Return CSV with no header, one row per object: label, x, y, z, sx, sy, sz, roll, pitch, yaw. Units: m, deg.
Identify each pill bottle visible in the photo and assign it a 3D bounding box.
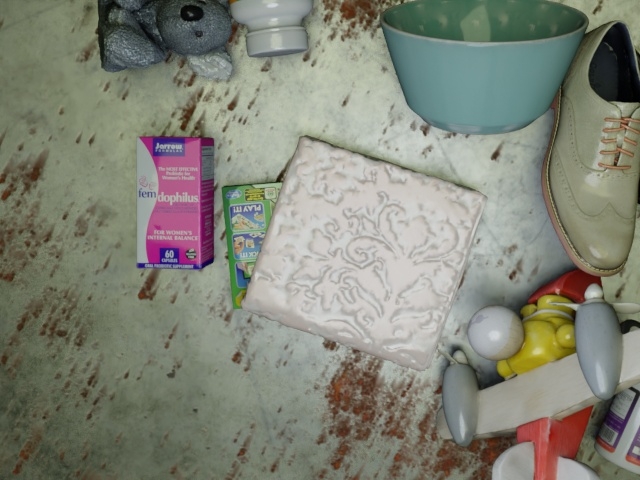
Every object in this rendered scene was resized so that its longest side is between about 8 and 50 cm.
pill bottle,0.542,0.282,1.551,0.108,0.108,0.193,22,98,1
pill bottle,-0.084,-0.424,1.500,0.136,0.136,0.245,-7,96,5

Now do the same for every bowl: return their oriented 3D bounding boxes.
bowl,0.245,-0.267,1.437,0.312,0.311,0.163,1,116,4

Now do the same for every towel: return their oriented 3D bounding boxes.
towel,0.070,0.021,1.538,0.332,0.053,0.316,19,97,1

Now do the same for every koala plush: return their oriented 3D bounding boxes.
koala plush,-0.247,-0.356,1.521,0.221,0.203,0.196,-2,84,-16

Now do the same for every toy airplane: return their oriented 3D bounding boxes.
toy airplane,0.324,0.217,1.422,0.272,0.384,0.386,39,99,-11

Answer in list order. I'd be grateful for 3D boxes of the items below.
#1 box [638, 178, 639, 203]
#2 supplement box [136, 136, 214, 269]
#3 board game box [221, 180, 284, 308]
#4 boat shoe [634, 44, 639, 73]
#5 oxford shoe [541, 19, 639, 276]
box,0.622,-0.092,1.472,0.203,0.167,0.168,29,97,0
supplement box,-0.243,-0.065,1.568,0.111,0.114,0.219,1,95,5
board game box,0.000,0.000,1.590,0.318,0.046,0.213,-5,96,5
boat shoe,0.509,-0.277,1.518,0.042,0.049,0.133,-38,97,-1
oxford shoe,0.427,-0.146,1.427,0.141,0.146,0.396,1,75,-10
